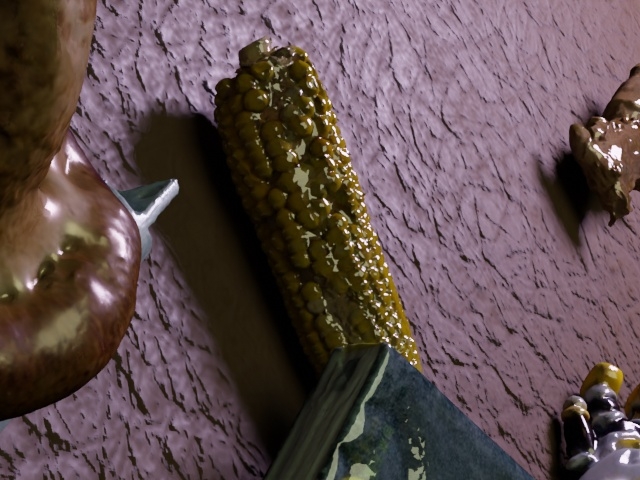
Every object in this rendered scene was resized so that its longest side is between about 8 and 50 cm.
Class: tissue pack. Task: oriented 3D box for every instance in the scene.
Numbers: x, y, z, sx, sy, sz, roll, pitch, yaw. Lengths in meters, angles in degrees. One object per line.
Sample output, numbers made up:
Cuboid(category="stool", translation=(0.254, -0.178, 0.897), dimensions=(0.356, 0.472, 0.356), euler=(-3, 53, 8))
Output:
Cuboid(category="tissue pack", translation=(0.068, 0.219, 1.220), dimensions=(0.257, 0.081, 0.185), euler=(43, 62, -26))

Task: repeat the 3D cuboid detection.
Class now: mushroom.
Cuboid(category="mushroom", translation=(-0.224, -0.028, 0.913), dimensions=(0.267, 0.254, 0.267), euler=(2, 58, -3))

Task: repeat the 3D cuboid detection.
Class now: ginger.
Cuboid(category="ginger", translation=(0.338, -0.112, 1.825), dimensions=(0.122, 0.084, 0.290), euler=(54, 34, -3))

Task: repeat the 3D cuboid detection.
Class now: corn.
Cuboid(category="corn", translation=(0.000, 0.000, 1.302), dimensions=(0.097, 0.097, 0.320), euler=(-17, 85, -56))

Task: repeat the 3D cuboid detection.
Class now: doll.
Cuboid(category="doll", translation=(0.268, 0.244, 1.495), dimensions=(0.145, 0.103, 0.316), euler=(40, 35, -24))

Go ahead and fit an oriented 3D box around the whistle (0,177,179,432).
Cuboid(category="whistle", translation=(-0.175, 0.044, 1.069), dimensions=(0.062, 0.062, 0.312), euler=(54, 36, -15))
